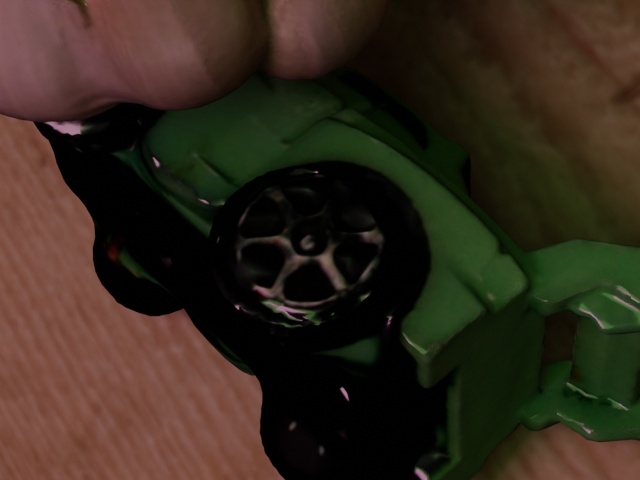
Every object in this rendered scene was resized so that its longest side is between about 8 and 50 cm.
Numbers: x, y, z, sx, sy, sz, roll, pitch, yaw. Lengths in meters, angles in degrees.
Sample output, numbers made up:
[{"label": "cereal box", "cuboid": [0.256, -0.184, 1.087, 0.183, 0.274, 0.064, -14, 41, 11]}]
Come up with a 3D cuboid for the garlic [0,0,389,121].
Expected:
[{"label": "garlic", "cuboid": [-0.097, -0.143, 0.757, 0.281, 0.203, 0.184, 16, 73, 14]}]

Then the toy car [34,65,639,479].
[{"label": "toy car", "cuboid": [0.000, 0.000, 0.889, 0.176, 0.213, 0.359, -39, 61, -17]}]
